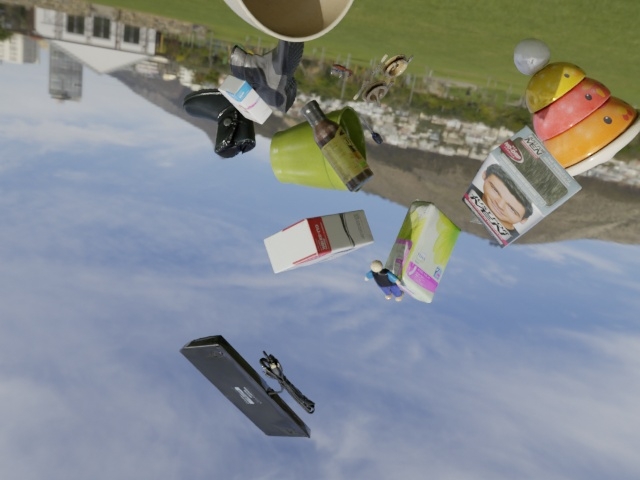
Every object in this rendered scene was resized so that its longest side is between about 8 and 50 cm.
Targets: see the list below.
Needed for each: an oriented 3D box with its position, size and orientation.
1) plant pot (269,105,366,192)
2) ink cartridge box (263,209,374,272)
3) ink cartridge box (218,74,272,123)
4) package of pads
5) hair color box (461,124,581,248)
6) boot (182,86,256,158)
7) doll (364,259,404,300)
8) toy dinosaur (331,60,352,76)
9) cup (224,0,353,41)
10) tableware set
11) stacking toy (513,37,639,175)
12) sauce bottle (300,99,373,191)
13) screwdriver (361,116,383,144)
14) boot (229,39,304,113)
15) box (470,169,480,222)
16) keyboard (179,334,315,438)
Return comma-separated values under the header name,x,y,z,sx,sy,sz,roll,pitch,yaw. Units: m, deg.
name,x,y,z,sx,sy,sz,roll,pitch,yaw
plant pot,-0.020,-0.383,2.404,0.352,0.367,0.366,-2,-168,23
ink cartridge box,0.000,0.000,1.657,0.197,0.114,0.272,-24,172,42
ink cartridge box,-0.198,-0.372,1.449,0.088,0.052,0.122,32,174,44
package of pads,0.347,0.035,1.873,0.101,0.297,0.229,13,164,45
hair color box,0.481,-0.116,1.366,0.185,0.113,0.374,53,176,12
boot,-0.308,-0.350,1.641,0.246,0.207,0.094,-5,157,13
doll,0.198,0.125,1.720,0.129,0.046,0.189,7,149,33
toy dinosaur,0.085,-0.668,2.148,0.082,0.047,0.090,8,-173,-1
cup,-0.107,-0.591,1.117,0.330,0.332,0.237,-4,-157,-38
tableware set,0.199,-0.483,1.662,0.128,0.194,0.039,-13,-113,-38
stacking toy,0.824,-0.486,1.879,0.480,0.350,0.350,50,-162,-5
sauce bottle,0.052,-0.338,1.926,0.345,0.111,0.111,55,-157,0
screwdriver,0.140,-0.311,1.542,0.025,0.024,0.170,9,170,31
boot,-0.180,-0.559,1.695,0.222,0.338,0.118,26,-129,7
box,0.615,-0.143,1.941,0.056,0.183,0.231,8,-179,40
keyboard,-0.110,0.283,1.038,0.201,0.317,0.033,-11,-141,33
